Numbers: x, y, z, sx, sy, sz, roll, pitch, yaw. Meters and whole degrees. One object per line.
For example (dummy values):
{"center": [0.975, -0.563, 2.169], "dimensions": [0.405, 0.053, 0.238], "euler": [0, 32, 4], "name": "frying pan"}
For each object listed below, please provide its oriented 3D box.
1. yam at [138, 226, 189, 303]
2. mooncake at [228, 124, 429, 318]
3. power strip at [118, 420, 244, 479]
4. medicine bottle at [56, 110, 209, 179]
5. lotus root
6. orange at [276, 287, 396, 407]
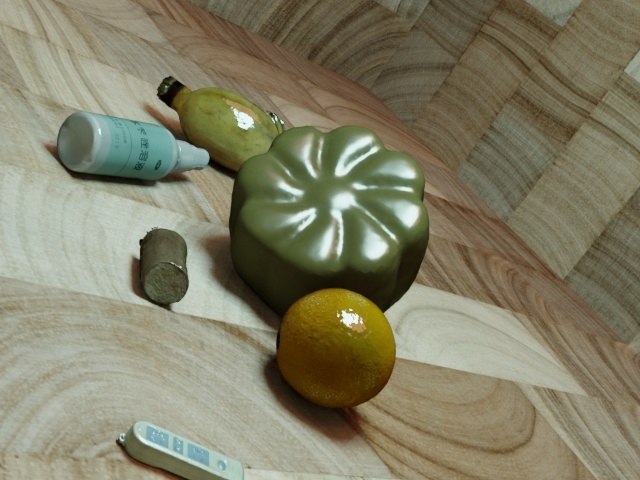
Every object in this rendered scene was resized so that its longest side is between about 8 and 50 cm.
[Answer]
{"center": [-0.250, 0.038, 1.541], "dimensions": [0.084, 0.084, 0.127], "euler": [28, 17, -22], "name": "yam"}
{"center": [0.016, -0.037, 1.753], "dimensions": [0.378, 0.200, 0.378], "euler": [4, 53, -6], "name": "mooncake"}
{"center": [-0.160, 0.274, 1.192], "dimensions": [0.191, 0.030, 0.047], "euler": [28, 20, -19], "name": "power strip"}
{"center": [-0.340, -0.172, 1.848], "dimensions": [0.110, 0.110, 0.352], "euler": [44, 20, 25], "name": "medicine bottle"}
{"center": [-0.235, -0.272, 2.190], "dimensions": [0.310, 0.182, 0.183], "euler": [31, 19, -6], "name": "lotus root"}
{"center": [0.023, 0.168, 1.526], "dimensions": [0.206, 0.206, 0.206], "euler": [31, 19, -12], "name": "orange"}
